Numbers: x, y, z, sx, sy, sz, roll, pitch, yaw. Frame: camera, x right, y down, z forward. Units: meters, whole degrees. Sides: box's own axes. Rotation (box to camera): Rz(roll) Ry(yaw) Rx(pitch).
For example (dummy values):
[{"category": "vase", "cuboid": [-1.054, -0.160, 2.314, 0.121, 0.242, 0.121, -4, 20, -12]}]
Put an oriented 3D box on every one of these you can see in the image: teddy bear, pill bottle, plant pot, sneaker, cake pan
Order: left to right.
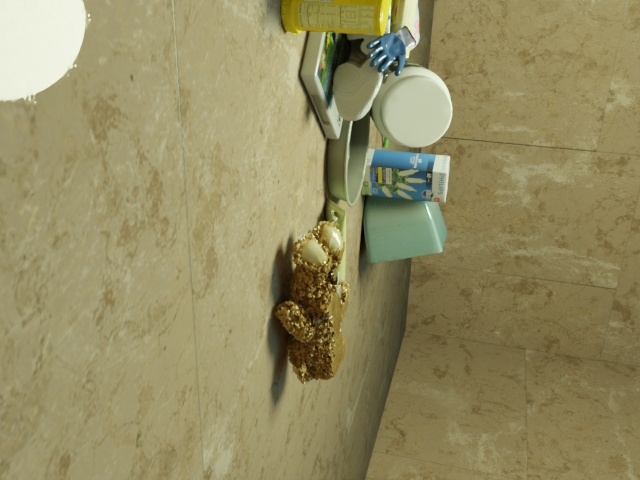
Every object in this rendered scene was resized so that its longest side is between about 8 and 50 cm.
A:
[{"category": "teddy bear", "cuboid": [-0.016, 0.124, 1.424, 0.245, 0.113, 0.338, -63, 154, -46]}, {"category": "cake pan", "cuboid": [0.072, -0.231, 1.728, 0.293, 0.054, 0.293, 7, 90, -77]}, {"category": "sneaker", "cuboid": [0.097, -0.352, 1.489, 0.153, 0.101, 0.269, 62, 36, -65]}, {"category": "plant pot", "cuboid": [0.269, -0.092, 2.294, 0.248, 0.247, 0.252, -49, 128, -68]}, {"category": "pill bottle", "cuboid": [0.231, -0.363, 1.837, 0.361, 0.204, 0.204, -94, -173, -71]}]

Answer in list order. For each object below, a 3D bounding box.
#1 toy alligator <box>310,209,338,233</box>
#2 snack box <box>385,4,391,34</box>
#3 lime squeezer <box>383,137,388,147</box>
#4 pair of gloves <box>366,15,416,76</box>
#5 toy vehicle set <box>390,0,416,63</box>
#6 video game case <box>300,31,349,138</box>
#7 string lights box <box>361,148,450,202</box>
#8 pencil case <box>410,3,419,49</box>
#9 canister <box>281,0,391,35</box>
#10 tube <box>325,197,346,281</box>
[{"category": "toy alligator", "cuboid": [0.000, 0.000, 1.560, 0.051, 0.056, 0.190, -41, -164, 35]}, {"category": "snack box", "cuboid": [0.139, -0.586, 1.710, 0.207, 0.070, 0.174, -81, 173, -63]}, {"category": "lime squeezer", "cuboid": [0.237, -0.440, 2.345, 0.110, 0.058, 0.310, -64, 157, -55]}, {"category": "pair of gloves", "cuboid": [0.117, -0.429, 1.410, 0.159, 0.023, 0.198, -42, 101, -36]}, {"category": "toy vehicle set", "cuboid": [0.194, -0.608, 1.868, 0.166, 0.035, 0.267, 4, -96, 61]}, {"category": "video game case", "cuboid": [0.030, -0.425, 1.475, 0.300, 0.036, 0.329, 56, 44, -72]}, {"category": "string lights box", "cuboid": [0.255, -0.197, 2.094, 0.133, 0.259, 0.077, 82, 20, -48]}, {"category": "pencil case", "cuboid": [0.240, -0.690, 2.080, 0.273, 0.113, 0.124, 71, 37, -64]}, {"category": "canister", "cuboid": [0.030, -0.409, 1.169, 0.073, 0.170, 0.126, 66, 34, -67]}, {"category": "tube", "cuboid": [0.032, 0.022, 1.687, 0.062, 0.070, 0.240, -46, 143, -58]}]
